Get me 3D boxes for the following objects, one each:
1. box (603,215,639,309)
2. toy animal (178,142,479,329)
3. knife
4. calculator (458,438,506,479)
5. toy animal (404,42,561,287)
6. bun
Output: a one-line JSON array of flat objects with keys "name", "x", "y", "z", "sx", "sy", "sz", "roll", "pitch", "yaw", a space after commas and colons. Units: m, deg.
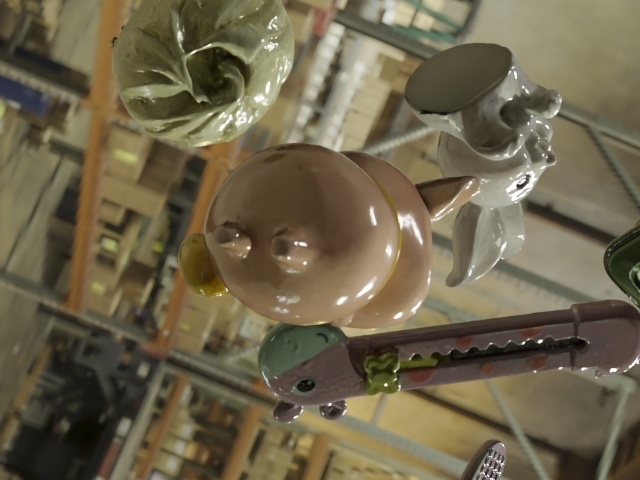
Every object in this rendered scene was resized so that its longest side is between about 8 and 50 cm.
[{"name": "box", "x": 0.582, "y": 0.040, "z": 1.820, "sx": 0.253, "sy": 0.329, "sz": 0.177, "roll": -36, "pitch": -166, "yaw": 45}, {"name": "toy animal", "x": -0.002, "y": -0.002, "z": 0.990, "sx": 0.248, "sy": 0.165, "sz": 0.149, "roll": -21, "pitch": 131, "yaw": -68}, {"name": "knife", "x": 0.137, "y": 0.112, "z": 1.317, "sx": 0.038, "sy": 0.399, "sz": 0.132, "roll": -108, "pitch": -166, "yaw": -55}, {"name": "calculator", "x": 0.196, "y": 0.334, "z": 1.732, "sx": 0.166, "sy": 0.024, "sz": 0.103, "roll": -64, "pitch": 148, "yaw": -9}, {"name": "toy animal", "x": 0.159, "y": -0.054, "z": 1.180, "sx": 0.103, "sy": 0.131, "sz": 0.220, "roll": -54, "pitch": 135, "yaw": -40}, {"name": "bun", "x": -0.148, "y": -0.234, "z": 1.802, "sx": 0.160, "sy": 0.259, "sz": 0.259, "roll": 52, "pitch": -54, "yaw": 49}]
